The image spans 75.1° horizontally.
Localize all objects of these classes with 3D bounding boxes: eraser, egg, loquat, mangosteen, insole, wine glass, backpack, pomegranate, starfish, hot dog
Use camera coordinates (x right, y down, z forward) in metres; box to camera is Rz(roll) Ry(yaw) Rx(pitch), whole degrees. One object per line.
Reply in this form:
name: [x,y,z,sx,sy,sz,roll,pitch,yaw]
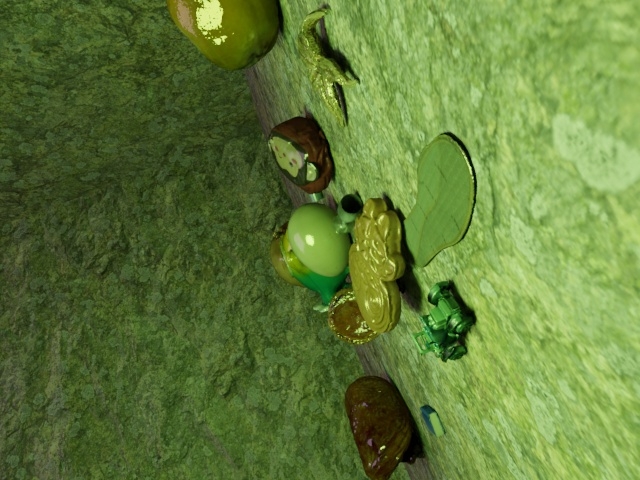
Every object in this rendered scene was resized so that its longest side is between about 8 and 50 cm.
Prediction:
eraser: [0.299,0.482,1.118,0.084,0.027,0.063,95,154,-80]
egg: [0.000,0.000,1.336,0.253,0.189,0.188,64,175,-7]
loquat: [-0.229,-0.582,1.035,0.284,0.276,0.276,53,180,-18]
mangosteen: [0.337,0.803,1.616,0.140,0.140,0.140,158,90,-85]
insole: [0.156,-0.034,0.598,0.348,0.009,0.119,85,162,-72]
wine glass: [0.070,-0.068,1.074,0.198,0.066,0.066,104,144,-77]
backpack: [-0.045,-0.234,1.194,0.229,0.139,0.229,47,160,23]
pomegranate: [-0.081,0.045,1.801,0.319,0.319,0.319,158,90,-85]
starfish: [0.007,-0.325,0.790,0.277,0.062,0.235,58,175,40]
hot dog: [0.213,0.699,1.580,0.267,0.174,0.387,-61,24,21]

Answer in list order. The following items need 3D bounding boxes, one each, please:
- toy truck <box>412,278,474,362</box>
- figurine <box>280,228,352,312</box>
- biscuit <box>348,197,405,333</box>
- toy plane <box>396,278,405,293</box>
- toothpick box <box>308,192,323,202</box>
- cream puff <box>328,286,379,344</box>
toy truck: [0.181,0.135,0.651,0.154,0.078,0.080,76,170,-52]
figurine: [-0.006,0.073,1.541,0.340,0.231,0.323,62,-148,-14]
biscuit: [0.105,0.056,0.823,0.202,0.044,0.288,-117,21,-46]
toy plane: [0.147,0.074,0.903,0.197,0.053,0.078,70,-175,-67]
toothpick box: [-0.026,-0.191,1.576,0.052,0.052,0.083,-140,28,-79]
cream puff: [0.118,0.207,1.298,0.169,0.183,0.183,-54,-54,-68]
